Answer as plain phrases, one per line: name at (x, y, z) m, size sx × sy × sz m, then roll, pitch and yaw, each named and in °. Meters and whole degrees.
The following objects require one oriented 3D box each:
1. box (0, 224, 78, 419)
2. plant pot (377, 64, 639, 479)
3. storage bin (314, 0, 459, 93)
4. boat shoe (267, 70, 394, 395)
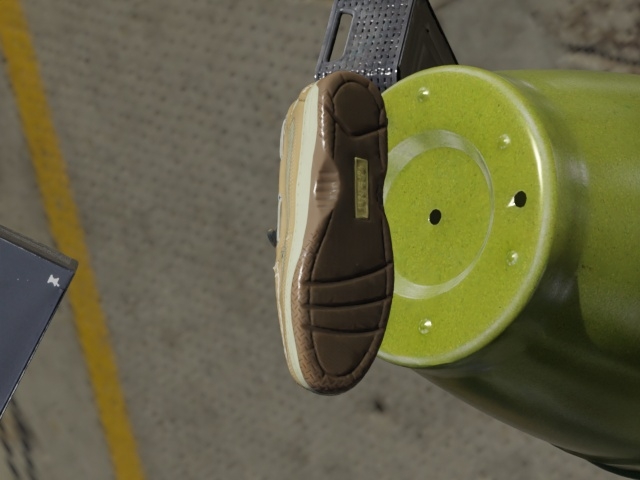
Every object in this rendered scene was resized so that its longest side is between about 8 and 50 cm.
box at (-0.285, 0.072, 1.579) m, size 0.093 × 0.156 × 0.158 m, roll 27°, pitch 179°, yaw -8°
plant pot at (0.197, 0.005, 1.510) m, size 0.366 × 0.353 × 0.366 m, roll -12°, pitch 73°, yaw 41°
storage bin at (0.072, -0.137, 1.706) m, size 0.084 × 0.122 × 0.180 m, roll -3°, pitch 145°, yaw 25°
boat shoe at (0.000, 0.000, 1.054) m, size 0.072 × 0.068 × 0.190 m, roll -18°, pitch 59°, yaw 51°
